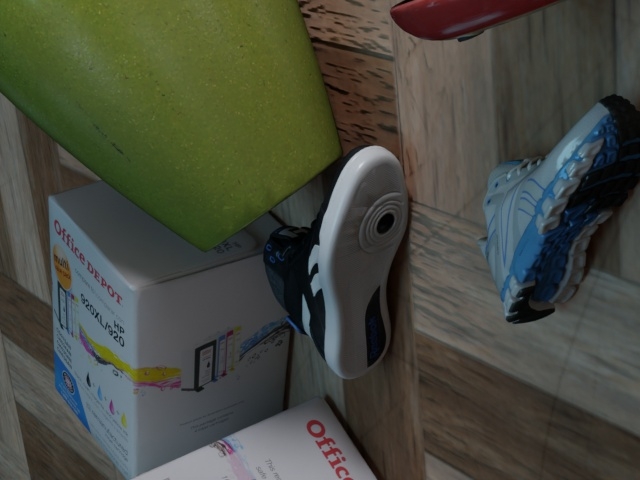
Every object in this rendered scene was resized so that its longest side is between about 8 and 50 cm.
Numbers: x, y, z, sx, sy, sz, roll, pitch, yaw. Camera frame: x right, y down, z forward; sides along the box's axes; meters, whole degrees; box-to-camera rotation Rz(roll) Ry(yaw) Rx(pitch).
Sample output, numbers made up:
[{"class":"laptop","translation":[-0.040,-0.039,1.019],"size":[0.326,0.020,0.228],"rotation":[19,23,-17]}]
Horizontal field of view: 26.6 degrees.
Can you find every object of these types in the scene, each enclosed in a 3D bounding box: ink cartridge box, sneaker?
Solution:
[{"class":"ink cartridge box","translation":[-0.141,0.069,1.260],"size":[0.171,0.168,0.232],"rotation":[42,138,41]},{"class":"sneaker","translation":[0.000,0.000,1.084],"size":[0.121,0.079,0.216],"rotation":[40,139,38]},{"class":"ink cartridge box","translation":[-0.079,0.305,1.194],"size":[0.198,0.270,0.197],"rotation":[55,147,25]},{"class":"sneaker","translation":[0.140,-0.031,0.859],"size":[0.083,0.071,0.190],"rotation":[59,148,29]}]

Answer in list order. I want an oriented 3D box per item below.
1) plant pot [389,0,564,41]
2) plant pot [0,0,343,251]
[{"class":"plant pot","translation":[0.097,-0.211,0.717],"size":[0.191,0.191,0.174],"rotation":[-7,109,59]},{"class":"plant pot","translation":[-0.122,-0.146,1.056],"size":[0.293,0.275,0.275],"rotation":[56,149,-4]}]
